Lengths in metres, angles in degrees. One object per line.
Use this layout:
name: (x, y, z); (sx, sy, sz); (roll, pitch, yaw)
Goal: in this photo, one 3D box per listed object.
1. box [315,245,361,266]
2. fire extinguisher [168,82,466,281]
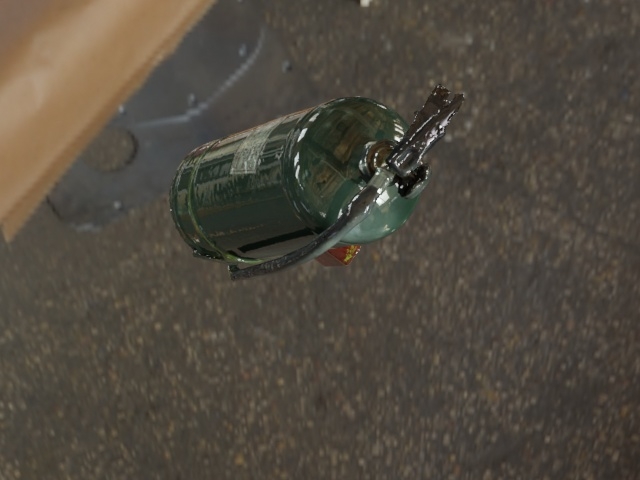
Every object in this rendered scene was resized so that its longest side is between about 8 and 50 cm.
box: (0.000, 0.000, 1.395); (0.051, 0.082, 0.023); (36, 81, -10)
fire extinguisher: (-0.003, -0.035, 0.986); (0.093, 0.294, 0.118); (38, 71, -18)
